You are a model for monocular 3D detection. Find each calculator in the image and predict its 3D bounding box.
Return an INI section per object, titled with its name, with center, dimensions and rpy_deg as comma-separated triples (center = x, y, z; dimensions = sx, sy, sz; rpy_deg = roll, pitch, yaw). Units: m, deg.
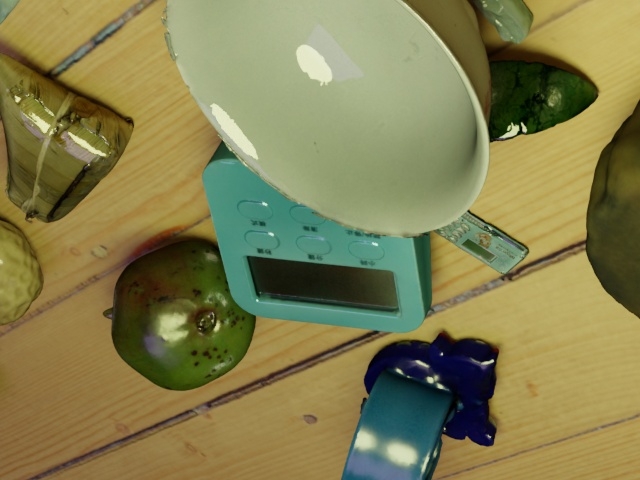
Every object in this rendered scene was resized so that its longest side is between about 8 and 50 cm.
[calculator]
center = 0.146, -0.019, 1.762
dimensions = 0.172, 0.018, 0.057
rpy_deg = 32, 144, -10

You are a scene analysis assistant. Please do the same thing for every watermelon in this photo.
[watermelon]
center = 0.170, -0.121, 1.563
dimensions = 0.181, 0.075, 0.092
rpy_deg = -5, 157, 31

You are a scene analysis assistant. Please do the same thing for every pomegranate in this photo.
[pomegranate]
center = -0.182, 0.090, 1.962
dimensions = 0.181, 0.181, 0.224
rpy_deg = 47, 157, -25

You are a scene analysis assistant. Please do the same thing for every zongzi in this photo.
[zongzi]
center = -0.335, -0.120, 1.843
dimensions = 0.197, 0.099, 0.194
rpy_deg = 34, 136, -13

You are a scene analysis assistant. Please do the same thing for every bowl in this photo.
[bowl]
center = 0.038, -0.181, 1.498
dimensions = 0.345, 0.157, 0.345
rpy_deg = 26, 146, 19

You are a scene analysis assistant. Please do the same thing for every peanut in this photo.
[peanut]
center = -0.480, 0.000, 2.027
dimensions = 0.291, 0.159, 0.143
rpy_deg = 50, 162, -28

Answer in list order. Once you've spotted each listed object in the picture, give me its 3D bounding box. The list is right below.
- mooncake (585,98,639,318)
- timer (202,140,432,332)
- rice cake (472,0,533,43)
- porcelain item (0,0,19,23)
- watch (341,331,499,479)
[mooncake]
center = 0.394, -0.026, 1.496
dimensions = 0.290, 0.161, 0.290
rpy_deg = 16, 143, 12
[timer]
center = 0.000, 0.000, 1.747
dimensions = 0.232, 0.091, 0.250
rpy_deg = 4, 126, 16
[rice cake]
center = 0.135, -0.250, 1.476
dimensions = 0.030, 0.042, 0.180
rpy_deg = -19, 125, 39
[porcelain item]
center = -0.387, -0.263, 1.458
dimensions = 0.178, 0.405, 0.242
rpy_deg = -6, 132, 33
[watch]
center = 0.108, 0.228, 1.926
dimensions = 0.171, 0.200, 0.196
rpy_deg = 15, 145, 18
